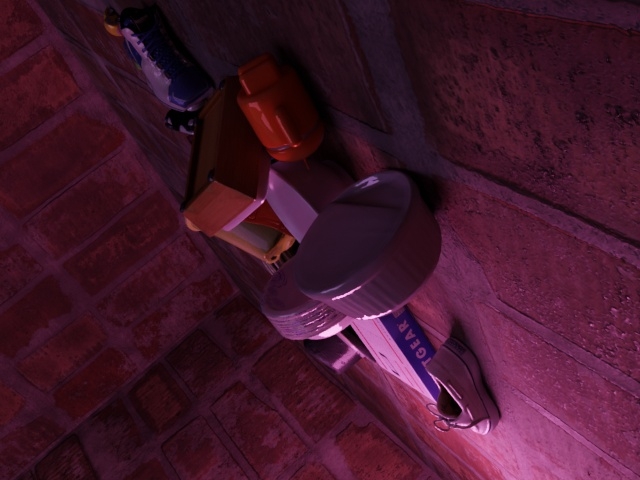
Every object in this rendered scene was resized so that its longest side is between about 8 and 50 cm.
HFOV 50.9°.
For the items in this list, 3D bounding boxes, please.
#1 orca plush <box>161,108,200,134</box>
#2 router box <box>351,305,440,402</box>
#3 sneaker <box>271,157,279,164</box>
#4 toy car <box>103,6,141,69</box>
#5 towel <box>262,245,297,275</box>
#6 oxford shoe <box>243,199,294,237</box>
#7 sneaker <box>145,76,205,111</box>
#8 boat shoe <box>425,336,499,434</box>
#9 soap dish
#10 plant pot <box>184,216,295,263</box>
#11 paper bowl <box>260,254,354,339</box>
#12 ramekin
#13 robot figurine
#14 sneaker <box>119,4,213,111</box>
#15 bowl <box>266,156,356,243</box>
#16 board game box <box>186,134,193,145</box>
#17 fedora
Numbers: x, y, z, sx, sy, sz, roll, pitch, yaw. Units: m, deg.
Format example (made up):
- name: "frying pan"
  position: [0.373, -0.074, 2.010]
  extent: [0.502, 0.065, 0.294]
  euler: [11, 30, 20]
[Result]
- name: "orca plush"
  position: [-0.397, -0.388, 2.051]
  extent: [0.151, 0.102, 0.287]
  euler: [7, -166, -20]
- name: "router box"
  position: [0.191, 0.263, 1.873]
  extent: [0.335, 0.082, 0.301]
  euler: [56, 165, -23]
- name: "sneaker"
  position: [-0.135, -0.232, 1.616]
  extent: [0.087, 0.083, 0.221]
  euler: [27, 164, 42]
- name: "toy car"
  position: [-0.568, -0.590, 2.039]
  extent: [0.239, 0.053, 0.225]
  euler: [34, 159, 49]
- name: "towel"
  position: [-0.066, 0.115, 2.112]
  extent: [0.320, 0.090, 0.374]
  euler: [49, -177, 10]
- name: "oxford shoe"
  position: [-0.137, -0.095, 1.709]
  extent: [0.364, 0.130, 0.133]
  euler: [28, -172, 14]
- name: "sneaker"
  position: [-0.416, -0.463, 1.886]
  extent: [0.221, 0.087, 0.128]
  euler: [30, 151, 23]
- name: "boat shoe"
  position: [0.329, 0.400, 1.649]
  extent: [0.136, 0.156, 0.367]
  euler: [37, 161, 43]
- name: "soap dish"
  position: [-0.194, -0.180, 1.399]
  extent: [0.118, 0.291, 0.229]
  euler: [15, 155, -27]
- name: "plant pot"
  position: [-0.190, -0.076, 1.863]
  extent: [0.254, 0.276, 0.276]
  euler: [35, 163, 13]
- name: "paper bowl"
  position: [-0.002, 0.140, 1.724]
  extent: [0.148, 0.284, 0.284]
  euler: [56, 165, -26]
- name: "ramekin"
  position: [0.091, 0.016, 1.185]
  extent: [0.127, 0.273, 0.273]
  euler: [42, 171, -27]
- name: "robot figurine"
  position: [-0.072, -0.241, 1.270]
  extent: [0.158, 0.128, 0.219]
  euler: [9, 139, 47]
- name: "sneaker"
  position: [-0.422, -0.483, 1.711]
  extent: [0.315, 0.127, 0.182]
  euler: [47, 168, 16]
- name: "bowl"
  position: [0.004, -0.079, 1.441]
  extent: [0.298, 0.134, 0.298]
  euler: [46, 166, 14]
- name: "board game box"
  position: [-0.339, -0.227, 2.174]
  extent: [0.281, 0.027, 0.145]
  euler: [54, -176, 40]
- name: "fedora"
  position: [0.037, 0.358, 2.355]
  extent: [0.334, 0.152, 0.334]
  euler: [42, 176, 4]
